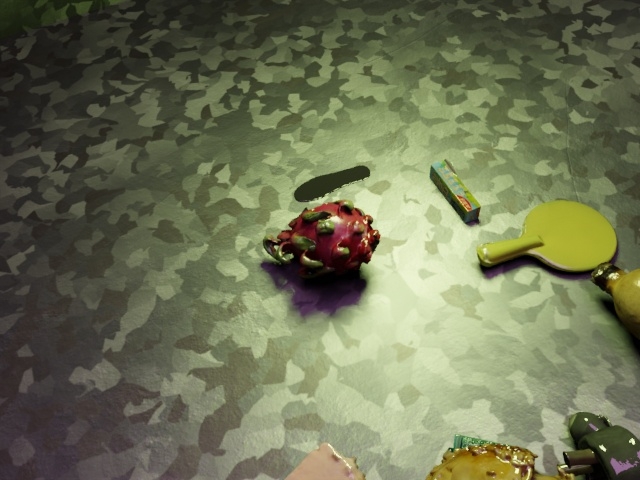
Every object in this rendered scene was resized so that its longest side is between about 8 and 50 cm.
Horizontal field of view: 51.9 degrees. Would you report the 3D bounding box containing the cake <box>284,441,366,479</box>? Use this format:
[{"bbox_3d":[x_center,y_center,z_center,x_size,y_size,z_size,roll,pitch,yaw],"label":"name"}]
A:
[{"bbox_3d":[0.035,0.554,1.097,0.293,0.314,0.307,-39,60,-21],"label":"cake"}]

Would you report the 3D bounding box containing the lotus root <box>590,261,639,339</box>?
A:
[{"bbox_3d":[0.733,0.142,1.435,0.183,0.183,0.310,-37,53,-22],"label":"lotus root"}]

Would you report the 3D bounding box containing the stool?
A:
[{"bbox_3d":[0.535,0.436,1.258,0.139,0.153,0.228,-16,9,-3],"label":"stool"}]

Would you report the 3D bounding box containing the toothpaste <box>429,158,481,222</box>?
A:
[{"bbox_3d":[0.359,-0.140,1.762,0.044,0.070,0.193,-20,53,-13],"label":"toothpaste"}]

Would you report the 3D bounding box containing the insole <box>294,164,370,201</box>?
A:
[{"bbox_3d":[0.033,-0.164,1.855,0.232,0.003,0.080,-21,53,-11],"label":"insole"}]

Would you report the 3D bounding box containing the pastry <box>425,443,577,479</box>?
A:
[{"bbox_3d":[0.339,0.465,1.148,0.315,0.284,0.184,16,57,27],"label":"pastry"}]

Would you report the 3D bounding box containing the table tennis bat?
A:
[{"bbox_3d":[0.564,0.003,1.647,0.368,0.054,0.224,-14,53,-11],"label":"table tennis bat"}]

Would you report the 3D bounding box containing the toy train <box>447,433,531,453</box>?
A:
[{"bbox_3d":[0.336,0.432,1.294,0.172,0.099,0.070,8,56,12],"label":"toy train"}]

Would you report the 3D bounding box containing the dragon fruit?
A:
[{"bbox_3d":[0.009,0.005,1.620,0.198,0.273,0.218,45,51,-17],"label":"dragon fruit"}]
